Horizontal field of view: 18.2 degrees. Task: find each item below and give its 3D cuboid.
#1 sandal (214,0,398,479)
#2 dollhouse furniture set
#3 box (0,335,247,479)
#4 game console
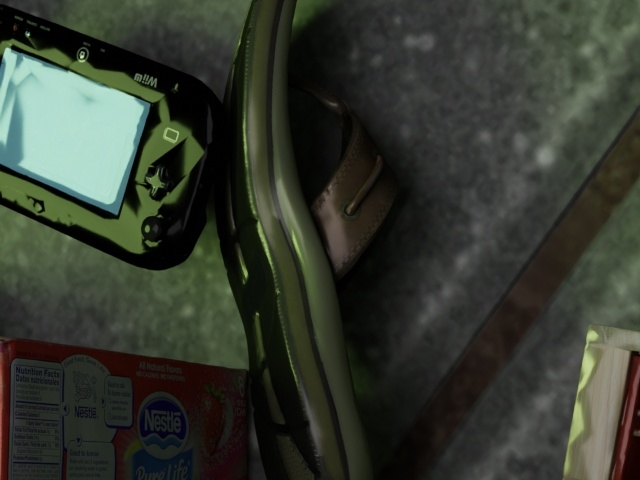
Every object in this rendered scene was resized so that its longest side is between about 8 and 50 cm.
[{"bbox_3d":[0.000,0.002,1.041,0.086,0.120,0.303,-6,73,-14],"label":"sandal"},{"bbox_3d":[0.171,0.139,0.917,0.129,0.129,0.184,9,87,26],"label":"dollhouse furniture set"},{"bbox_3d":[-0.141,0.120,0.997,0.122,0.257,0.128,-3,83,23],"label":"box"},{"bbox_3d":[-0.194,-0.099,1.123,0.361,0.044,0.213,23,109,32],"label":"game console"}]
